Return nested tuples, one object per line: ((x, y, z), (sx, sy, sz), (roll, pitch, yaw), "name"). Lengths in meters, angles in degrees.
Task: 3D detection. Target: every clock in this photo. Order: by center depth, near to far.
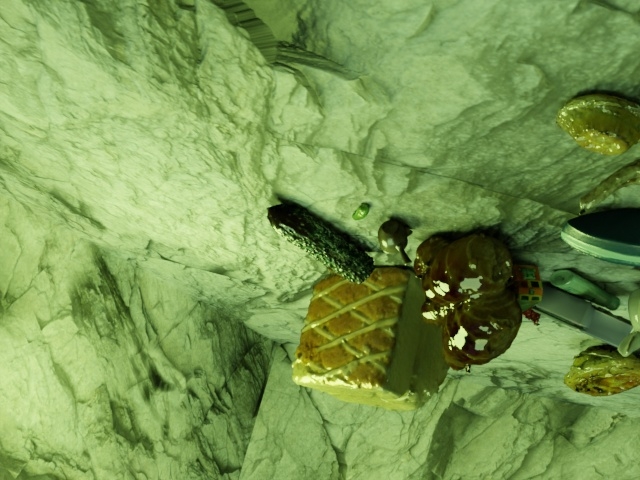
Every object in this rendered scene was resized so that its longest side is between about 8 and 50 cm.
((0.620, 0.178, 1.599), (0.145, 0.073, 0.193), (23, -178, -22), "clock")

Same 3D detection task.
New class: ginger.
((0.321, 0.142, 1.532), (0.274, 0.152, 0.357), (5, 117, 46), "ginger")

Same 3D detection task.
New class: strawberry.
((0.500, 0.161, 1.728), (0.145, 0.086, 0.145), (19, 169, 4), "strawberry")

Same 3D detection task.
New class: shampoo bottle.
((0.622, 0.118, 1.562), (0.191, 0.041, 0.069), (24, 159, -24), "shampoo bottle")

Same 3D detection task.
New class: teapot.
((0.181, 0.003, 1.518), (0.085, 0.110, 0.080), (-27, 143, -5), "teapot")

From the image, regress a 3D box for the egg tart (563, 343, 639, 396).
((0.883, 0.386, 2.067), (0.297, 0.132, 0.297), (3, 153, 2), "egg tart")

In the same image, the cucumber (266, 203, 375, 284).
((0.000, 0.000, 1.689), (0.096, 0.096, 0.359), (0, 154, 43), "cucumber")

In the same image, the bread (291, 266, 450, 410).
((0.156, 0.283, 1.962), (0.390, 0.371, 0.279), (-6, 149, 43), "bread")

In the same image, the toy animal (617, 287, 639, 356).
((0.719, 0.174, 1.421), (0.127, 0.178, 0.193), (14, 162, 14), "toy animal")

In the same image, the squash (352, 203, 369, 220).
((0.090, -0.061, 1.513), (0.027, 0.027, 0.089), (18, 165, -6), "squash")

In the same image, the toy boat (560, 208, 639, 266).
((0.554, -0.007, 1.147), (0.299, 0.096, 0.062), (5, 150, 39), "toy boat")

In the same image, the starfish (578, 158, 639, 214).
((0.497, -0.100, 0.786), (0.432, 0.082, 0.324), (-3, 171, -34), "starfish")

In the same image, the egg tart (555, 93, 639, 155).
((0.384, -0.150, 0.917), (0.129, 0.049, 0.129), (16, 164, 5), "egg tart")

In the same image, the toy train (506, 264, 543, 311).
((0.449, 0.127, 1.598), (0.072, 0.099, 0.188), (0, 154, -20), "toy train")
